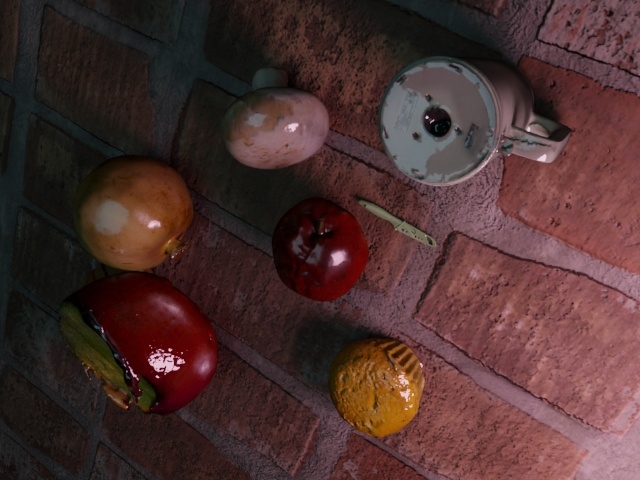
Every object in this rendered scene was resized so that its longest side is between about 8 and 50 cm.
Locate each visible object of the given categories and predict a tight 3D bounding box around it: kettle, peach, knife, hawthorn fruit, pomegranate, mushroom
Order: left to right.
[{"bbox_3d":[-0.487,0.263,1.627,0.339,0.416,0.354,-19,56,46],"label":"peach"},{"bbox_3d":[-0.474,-0.064,1.597,0.318,0.319,0.320,9,108,28],"label":"pomegranate"},{"bbox_3d":[-0.107,-0.282,1.374,0.243,0.243,0.244,9,108,28],"label":"mushroom"},{"bbox_3d":[0.000,0.000,1.370,0.230,0.210,0.266,55,160,22],"label":"hawthorn fruit"},{"bbox_3d":[0.170,-0.039,1.388,0.207,0.014,0.030,31,115,19],"label":"knife"},{"bbox_3d":[0.281,-0.226,1.089,0.264,0.318,0.205,-7,100,30],"label":"kettle"}]

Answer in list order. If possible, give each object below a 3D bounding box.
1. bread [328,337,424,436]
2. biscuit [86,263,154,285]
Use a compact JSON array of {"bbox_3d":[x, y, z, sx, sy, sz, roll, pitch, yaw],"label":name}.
[{"bbox_3d":[0.128,0.338,1.446,0.239,0.139,0.240,9,108,28],"label":"bread"},{"bbox_3d":[-0.589,0.172,1.866,0.277,0.052,0.262,-28,89,33],"label":"biscuit"}]
